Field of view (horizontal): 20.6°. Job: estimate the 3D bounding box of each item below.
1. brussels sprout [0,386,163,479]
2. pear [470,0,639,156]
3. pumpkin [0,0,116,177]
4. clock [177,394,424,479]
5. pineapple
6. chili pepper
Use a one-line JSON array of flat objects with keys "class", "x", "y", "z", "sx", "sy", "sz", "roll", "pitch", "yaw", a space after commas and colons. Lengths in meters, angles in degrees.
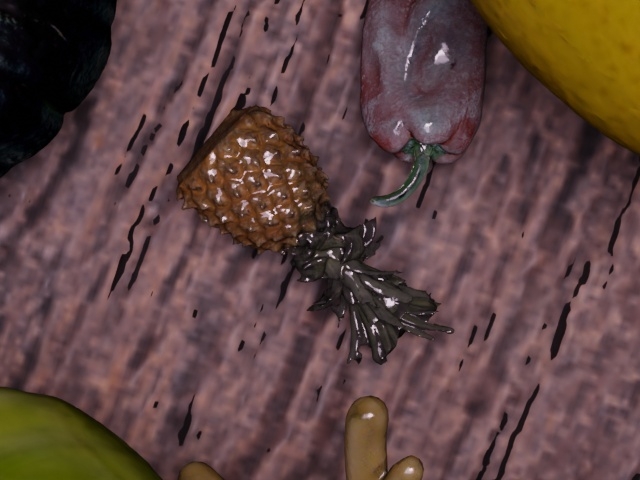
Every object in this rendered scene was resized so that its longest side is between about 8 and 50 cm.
[{"class": "brussels sprout", "x": -0.126, "y": 0.164, "z": 0.666, "sx": 0.223, "sy": 0.161, "sz": 0.223, "roll": 4, "pitch": 98, "yaw": 35}, {"class": "pear", "x": 0.131, "y": -0.198, "z": 0.602, "sx": 0.285, "sy": 0.285, "sz": 0.336, "roll": -9, "pitch": 105, "yaw": 5}, {"class": "pumpkin", "x": -0.174, "y": -0.108, "z": 0.692, "sx": 0.194, "sy": 0.150, "sz": 0.194, "roll": -1, "pitch": 70, "yaw": 4}, {"class": "clock", "x": 0.051, "y": 0.208, "z": 0.653, "sx": 0.235, "sy": 0.096, "sz": 0.308, "roll": -26, "pitch": 87, "yaw": 46}, {"class": "pineapple", "x": 0.000, "y": 0.000, "z": 0.728, "sx": 0.124, "sy": 0.058, "sz": 0.058, "roll": 43, "pitch": 95, "yaw": -11}, {"class": "chili pepper", "x": 0.044, "y": -0.087, "z": 0.721, "sx": 0.050, "sy": 0.041, "sz": 0.153, "roll": 8, "pitch": 76, "yaw": -15}]
